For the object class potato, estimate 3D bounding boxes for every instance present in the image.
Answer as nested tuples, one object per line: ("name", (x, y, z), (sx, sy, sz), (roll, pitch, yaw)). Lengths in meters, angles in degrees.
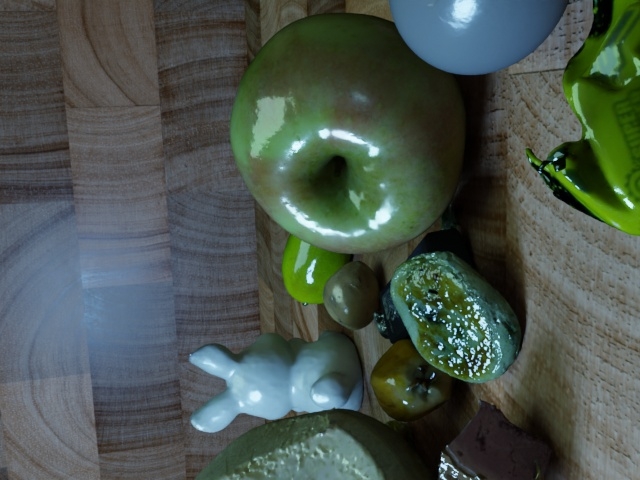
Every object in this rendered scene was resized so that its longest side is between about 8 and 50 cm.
("potato", (0.063, 0.109, 1.365), (0.147, 0.111, 0.112), (88, 168, -46))

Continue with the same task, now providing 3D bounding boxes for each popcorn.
("popcorn", (0.131, 0.349, 1.251), (0.068, 0.059, 0.083), (-36, -39, -59))

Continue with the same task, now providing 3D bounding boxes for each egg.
("egg", (0.154, -0.255, 0.694), (0.232, 0.176, 0.176), (104, 160, -83))

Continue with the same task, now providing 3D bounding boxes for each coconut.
("coconut", (0.012, 0.453, 1.110), (0.404, 0.404, 0.405), (176, 90, -76))

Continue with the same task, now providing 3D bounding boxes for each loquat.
("loquat", (0.136, 0.200, 1.046), (0.137, 0.137, 0.113), (161, 90, -76))

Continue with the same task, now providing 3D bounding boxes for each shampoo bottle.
("shampoo bottle", (0.145, 0.090, 1.088), (0.309, 0.071, 0.098), (113, 143, -64))

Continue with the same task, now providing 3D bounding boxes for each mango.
("mango", (0.000, 0.000, 1.527), (0.175, 0.142, 0.293), (-114, 33, -69))

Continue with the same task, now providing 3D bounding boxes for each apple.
("apple", (0.040, -0.149, 0.974), (0.277, 0.318, 0.319), (-64, -18, -56))

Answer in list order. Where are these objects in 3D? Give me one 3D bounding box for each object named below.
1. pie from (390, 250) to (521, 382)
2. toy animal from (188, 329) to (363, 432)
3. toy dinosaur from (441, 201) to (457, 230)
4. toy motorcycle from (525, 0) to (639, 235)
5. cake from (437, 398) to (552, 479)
("pie", (0.162, 0.097, 0.904), (0.186, 0.041, 0.187), (31, 139, 32))
("toy animal", (-0.095, 0.305, 1.560), (0.241, 0.367, 0.196), (-161, 69, -88))
("toy dinosaur", (0.179, -0.036, 1.009), (0.062, 0.021, 0.083), (-94, 4, -53))
("toy motorcycle", (0.232, -0.146, 0.513), (0.206, 0.142, 0.343), (-18, 73, 37))
("cake", (0.198, 0.318, 0.864), (0.112, 0.116, 0.295), (25, 142, 23))
